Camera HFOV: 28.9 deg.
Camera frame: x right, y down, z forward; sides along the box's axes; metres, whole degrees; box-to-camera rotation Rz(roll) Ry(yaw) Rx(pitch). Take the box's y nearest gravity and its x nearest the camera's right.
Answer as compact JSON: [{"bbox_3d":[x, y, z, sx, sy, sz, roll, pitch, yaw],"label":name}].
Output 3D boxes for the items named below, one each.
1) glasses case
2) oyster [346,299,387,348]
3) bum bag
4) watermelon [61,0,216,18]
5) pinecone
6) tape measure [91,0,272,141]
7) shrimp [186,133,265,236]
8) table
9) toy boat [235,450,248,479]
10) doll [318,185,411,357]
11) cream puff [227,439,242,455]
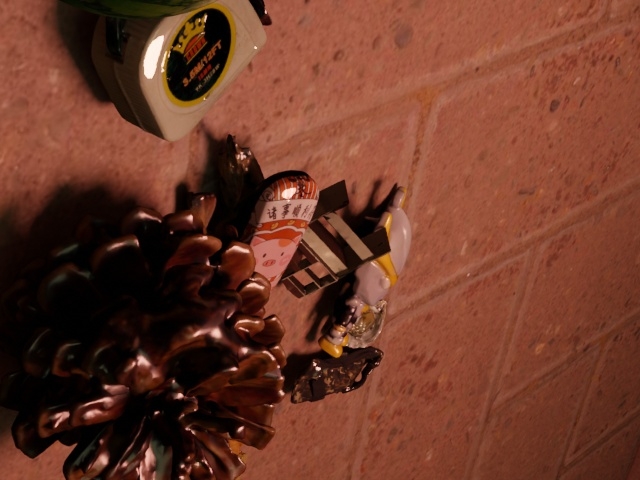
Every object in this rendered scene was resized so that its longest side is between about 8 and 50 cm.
[{"bbox_3d":[-0.086,0.008,1.790,0.103,0.067,0.266,-9,139,-42],"label":"glasses case"},{"bbox_3d":[0.068,0.147,2.255,0.100,0.037,0.098,13,90,-35],"label":"oyster"},{"bbox_3d":[0.024,0.241,2.238,0.102,0.069,0.248,-37,160,29],"label":"bum bag"},{"bbox_3d":[-0.171,-0.376,1.178,0.363,0.363,0.363,-33,142,-31],"label":"watermelon"},{"bbox_3d":[-0.222,0.167,1.610,0.398,0.398,0.397,-33,142,-31],"label":"pinecone"},{"bbox_3d":[-0.170,-0.261,1.501,0.235,0.115,0.207,-52,149,-20],"label":"tape measure"},{"bbox_3d":[-0.140,-0.053,1.774,0.145,0.059,0.254,-37,150,-10],"label":"shrimp"},{"bbox_3d":[0.000,0.000,1.955,0.175,0.062,0.146,-26,137,17],"label":"table"},{"bbox_3d":[-0.181,0.430,2.153,0.172,0.065,0.066,-61,167,14],"label":"toy boat"},{"bbox_3d":[0.078,0.054,2.114,0.145,0.103,0.316,-11,133,-53],"label":"doll"},{"bbox_3d":[-0.210,0.253,1.888,0.169,0.183,0.183,-2,124,-22],"label":"cream puff"}]
